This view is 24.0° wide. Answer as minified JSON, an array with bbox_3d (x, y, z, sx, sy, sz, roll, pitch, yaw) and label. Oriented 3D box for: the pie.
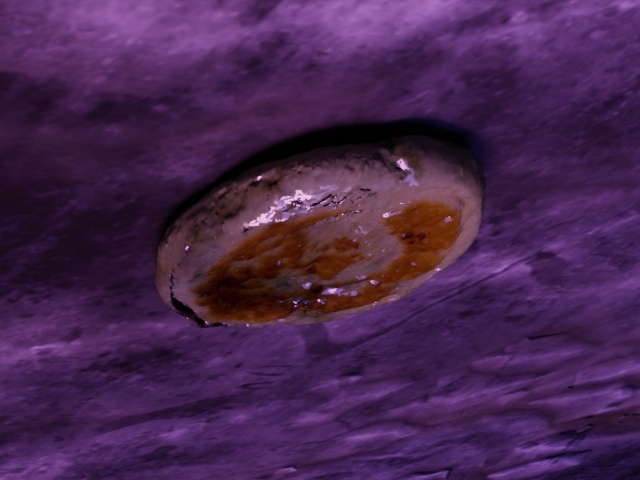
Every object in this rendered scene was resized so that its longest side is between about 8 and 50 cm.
[{"bbox_3d":[0.000,0.000,1.042,0.240,0.054,0.240,-13,155,-6],"label":"pie"}]
